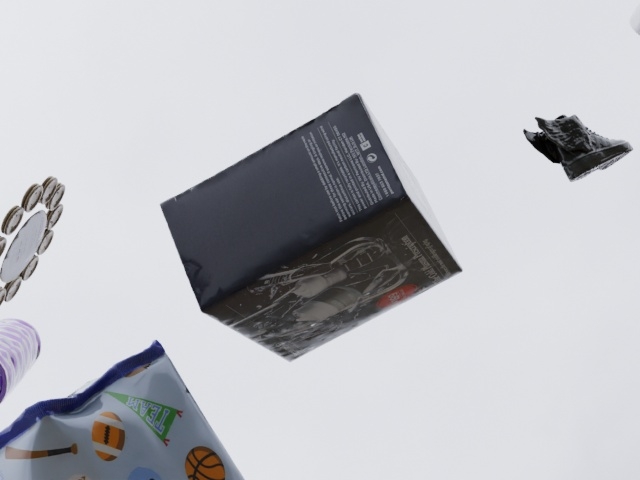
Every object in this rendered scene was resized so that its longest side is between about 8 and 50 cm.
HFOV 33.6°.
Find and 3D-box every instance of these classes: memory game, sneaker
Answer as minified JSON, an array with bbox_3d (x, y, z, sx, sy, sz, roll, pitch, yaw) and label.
[{"bbox_3d":[-0.359,0.004,1.271,0.012,0.186,0.186,27,-71,4],"label":"memory game"},{"bbox_3d":[0.333,-0.129,1.359,0.170,0.089,0.051,-21,-15,-44],"label":"sneaker"}]

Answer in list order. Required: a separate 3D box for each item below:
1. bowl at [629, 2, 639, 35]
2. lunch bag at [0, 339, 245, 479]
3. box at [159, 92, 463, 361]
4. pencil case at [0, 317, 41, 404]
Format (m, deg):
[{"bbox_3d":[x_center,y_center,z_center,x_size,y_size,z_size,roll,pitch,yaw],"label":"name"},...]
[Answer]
[{"bbox_3d":[0.398,-0.223,1.107,0.142,0.142,0.053,22,-67,5],"label":"bowl"},{"bbox_3d":[-0.265,0.354,1.164,0.385,0.328,0.239,-36,-8,37],"label":"lunch bag"},{"bbox_3d":[0.000,0.000,1.518,0.312,0.179,0.343,-28,-25,10],"label":"box"},{"bbox_3d":[-0.429,0.161,1.385,0.088,0.206,0.086,7,-82,-2],"label":"pencil case"}]
